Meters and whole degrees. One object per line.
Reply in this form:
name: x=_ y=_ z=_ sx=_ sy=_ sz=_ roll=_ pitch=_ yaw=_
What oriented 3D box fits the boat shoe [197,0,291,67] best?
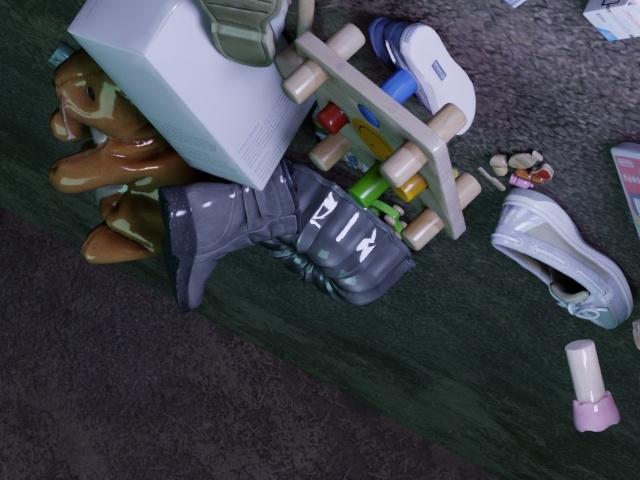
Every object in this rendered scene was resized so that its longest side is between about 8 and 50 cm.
boat shoe: x=-0.089 y=-0.321 z=1.753 sx=0.113 sy=0.103 sz=0.302 roll=15 pitch=165 yaw=-1

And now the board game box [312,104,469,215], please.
board game box: x=0.110 y=-0.121 z=2.191 sx=0.260 sy=0.030 sz=0.136 roll=26 pitch=161 yaw=15

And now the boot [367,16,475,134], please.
boot: x=0.133 y=-0.217 z=1.827 sx=0.086 sy=0.069 sz=0.190 roll=26 pitch=157 yaw=43

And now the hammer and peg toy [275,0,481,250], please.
hammer and peg toy: x=0.042 y=-0.165 z=1.837 sx=0.361 sy=0.127 sz=0.266 roll=42 pitch=169 yaw=25

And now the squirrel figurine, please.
squirrel figurine: x=-0.253 y=-0.186 z=2.299 sx=0.397 sy=0.281 sz=0.370 roll=-1 pitch=137 yaw=2

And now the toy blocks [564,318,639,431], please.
toy blocks: x=0.537 y=0.243 z=1.903 sx=0.288 sy=0.309 sz=0.260 roll=-157 pitch=50 yaw=-70

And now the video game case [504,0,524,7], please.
video game case: x=0.178 y=-0.331 z=1.474 sx=0.183 sy=0.023 sz=0.201 roll=34 pitch=163 yaw=-10

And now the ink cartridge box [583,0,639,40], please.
ink cartridge box: x=0.323 y=-0.239 z=1.481 sx=0.048 sy=0.028 sz=0.083 roll=39 pitch=162 yaw=-26

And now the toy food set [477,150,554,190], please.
toy food set: x=0.282 y=-0.099 z=1.978 sx=0.078 sy=0.019 sz=0.122 roll=39 pitch=154 yaw=-28

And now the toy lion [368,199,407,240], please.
toy lion: x=0.103 y=-0.043 z=2.427 sx=0.096 sy=0.034 sz=0.100 roll=32 pitch=165 yaw=24

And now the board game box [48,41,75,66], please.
board game box: x=-0.448 y=-0.320 z=2.580 sx=0.090 sy=0.020 sz=0.090 roll=35 pitch=163 yaw=-14

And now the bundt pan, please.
bundt pan: x=0.000 y=0.000 z=2.493 sx=0.331 sy=0.124 sz=0.331 roll=34 pitch=167 yaw=9

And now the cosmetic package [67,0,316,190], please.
cosmetic package: x=-0.164 y=-0.250 z=1.976 sx=0.155 sy=0.197 sz=0.365 roll=20 pitch=161 yaw=34

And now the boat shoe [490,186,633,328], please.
boat shoe: x=0.359 y=0.045 z=2.110 sx=0.118 sy=0.103 sz=0.320 roll=12 pitch=155 yaw=46

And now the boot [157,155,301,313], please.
boot: x=-0.136 y=0.001 z=2.250 sx=0.338 sy=0.223 sz=0.118 roll=102 pitch=152 yaw=-64

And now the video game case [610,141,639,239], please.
video game case: x=0.451 y=0.022 z=1.709 sx=0.285 sy=0.025 sz=0.204 roll=68 pitch=167 yaw=-15
